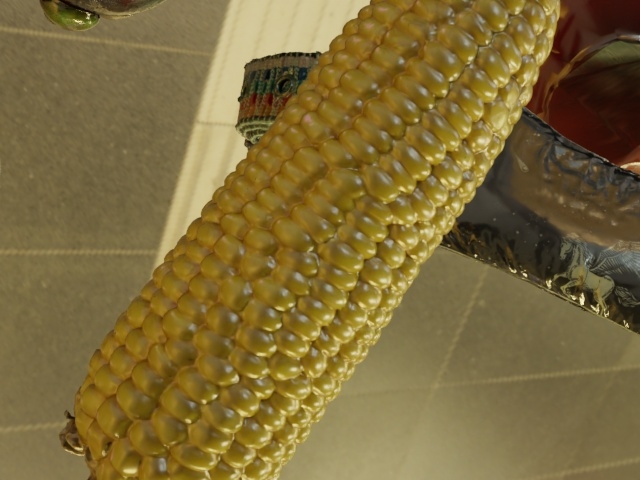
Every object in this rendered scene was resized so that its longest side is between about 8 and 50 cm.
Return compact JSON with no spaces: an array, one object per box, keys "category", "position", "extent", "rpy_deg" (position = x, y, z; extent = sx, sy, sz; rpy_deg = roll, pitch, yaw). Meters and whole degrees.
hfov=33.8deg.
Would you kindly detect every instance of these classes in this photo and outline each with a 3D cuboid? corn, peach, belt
[{"category":"corn","position":[0.000,0.000,0.475],"extent":[0.305,0.106,0.106],"rpy_deg":[-52,135,3]},{"category":"peach","position":[0.294,-0.222,1.142],"extent":[0.335,0.310,0.405],"rpy_deg":[6,119,5]},{"category":"belt","position":[-0.017,-0.206,1.742],"extent":[0.207,0.295,0.160],"rpy_deg":[29,70,-64]}]

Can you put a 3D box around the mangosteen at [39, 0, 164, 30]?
[{"category":"mangosteen","position":[-0.328,-0.460,1.547],"extent":[0.300,0.300,0.300],"rpy_deg":[-19,130,-24]}]

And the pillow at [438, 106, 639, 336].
[{"category":"pillow","position":[0.196,-0.011,0.785],"extent":[0.141,0.208,0.055],"rpy_deg":[-60,175,-23]}]
